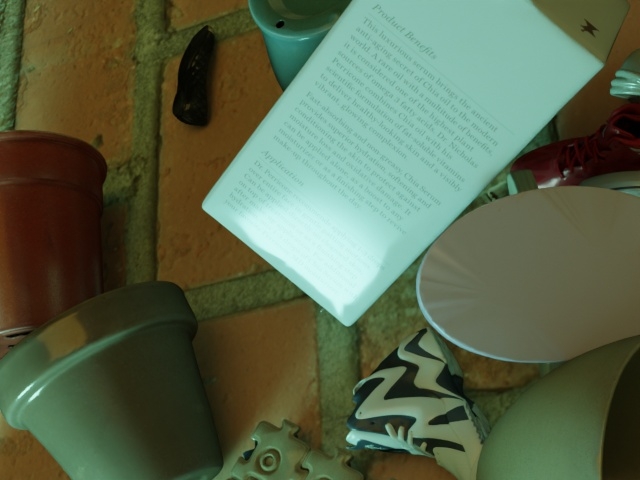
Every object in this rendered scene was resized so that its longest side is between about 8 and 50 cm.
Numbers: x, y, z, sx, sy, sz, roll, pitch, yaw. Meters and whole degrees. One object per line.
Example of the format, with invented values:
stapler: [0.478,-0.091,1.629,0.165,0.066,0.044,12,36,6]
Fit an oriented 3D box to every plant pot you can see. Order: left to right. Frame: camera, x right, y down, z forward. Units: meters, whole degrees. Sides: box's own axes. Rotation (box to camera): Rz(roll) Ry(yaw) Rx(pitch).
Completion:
plant pot: [-0.407,0.033,1.617,0.272,0.272,0.265,-20,67,19]
plant pot: [-0.232,0.212,1.454,0.263,0.263,0.229,-35,73,9]
plant pot: [0.046,-0.263,1.504,0.272,0.255,0.271,-12,62,23]
plant pot: [0.264,0.236,1.151,0.191,0.284,0.284,-11,60,44]

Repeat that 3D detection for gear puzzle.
gear puzzle: [0.028,0.339,1.354,0.339,0.044,0.175,24,77,32]

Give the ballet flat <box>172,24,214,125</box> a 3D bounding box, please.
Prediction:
ballet flat: [-0.180,-0.241,1.755,0.057,0.049,0.173,-27,46,48]

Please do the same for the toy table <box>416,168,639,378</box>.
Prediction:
toy table: [0.235,0.038,1.265,0.274,0.161,0.252,3,84,1]

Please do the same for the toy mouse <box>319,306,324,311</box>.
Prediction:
toy mouse: [0.000,0.000,1.537,0.143,0.031,0.161,29,82,35]

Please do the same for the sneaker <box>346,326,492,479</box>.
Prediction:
sneaker: [0.106,0.223,1.332,0.153,0.094,0.235,-33,55,12]

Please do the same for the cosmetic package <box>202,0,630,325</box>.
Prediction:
cosmetic package: [0.090,-0.139,1.297,0.453,0.230,0.161,-48,3,38]

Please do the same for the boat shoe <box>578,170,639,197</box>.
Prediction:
boat shoe: [0.386,-0.025,1.307,0.226,0.083,0.075,4,67,29]

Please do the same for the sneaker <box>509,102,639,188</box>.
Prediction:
sneaker: [0.311,-0.110,1.362,0.221,0.128,0.087,-10,61,23]

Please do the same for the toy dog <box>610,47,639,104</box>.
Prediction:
toy dog: [0.488,-0.210,1.287,0.334,0.220,0.160,11,94,22]
